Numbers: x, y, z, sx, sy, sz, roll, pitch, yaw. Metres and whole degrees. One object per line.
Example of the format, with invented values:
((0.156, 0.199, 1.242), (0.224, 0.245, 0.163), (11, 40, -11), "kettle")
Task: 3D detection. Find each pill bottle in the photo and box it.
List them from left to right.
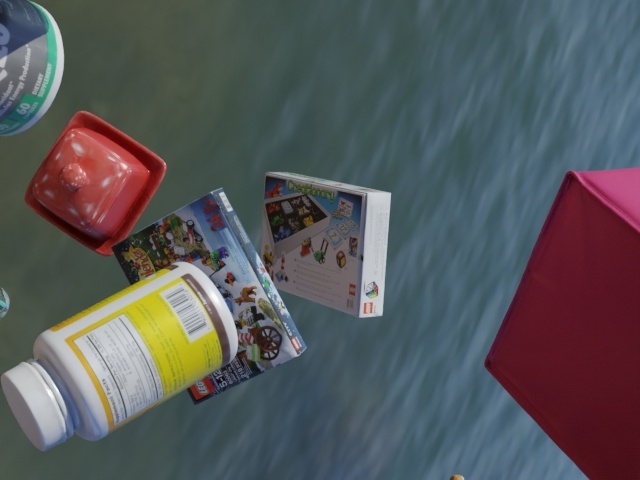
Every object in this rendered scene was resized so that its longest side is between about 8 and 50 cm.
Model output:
((-0.539, -0.271, 1.676), (0.361, 0.204, 0.204), (12, 99, -55), "pill bottle")
((-0.196, 0.115, 1.216), (0.215, 0.117, 0.117), (-29, 139, -26), "pill bottle")

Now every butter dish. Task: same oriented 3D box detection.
((-0.317, -0.080, 1.677), (0.160, 0.160, 0.118), (-57, 171, 3), "butter dish")

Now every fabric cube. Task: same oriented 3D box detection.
((0.371, 0.089, 1.259), (0.258, 0.254, 0.259), (-4, 128, -34), "fabric cube")

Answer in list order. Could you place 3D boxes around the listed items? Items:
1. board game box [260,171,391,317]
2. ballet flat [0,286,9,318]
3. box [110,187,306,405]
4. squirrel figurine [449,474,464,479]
((0.000, 0.000, 2.016), (0.053, 0.305, 0.193), (-1, 100, -33), "board game box")
((-0.491, 0.061, 1.594), (0.070, 0.188, 0.070), (7, 90, -82), "ballet flat")
((-0.142, 0.072, 1.590), (0.233, 0.159, 0.044), (62, 17, -2), "box")
((0.263, 0.563, 1.969), (0.281, 0.370, 0.397), (-41, 172, -33), "squirrel figurine")
